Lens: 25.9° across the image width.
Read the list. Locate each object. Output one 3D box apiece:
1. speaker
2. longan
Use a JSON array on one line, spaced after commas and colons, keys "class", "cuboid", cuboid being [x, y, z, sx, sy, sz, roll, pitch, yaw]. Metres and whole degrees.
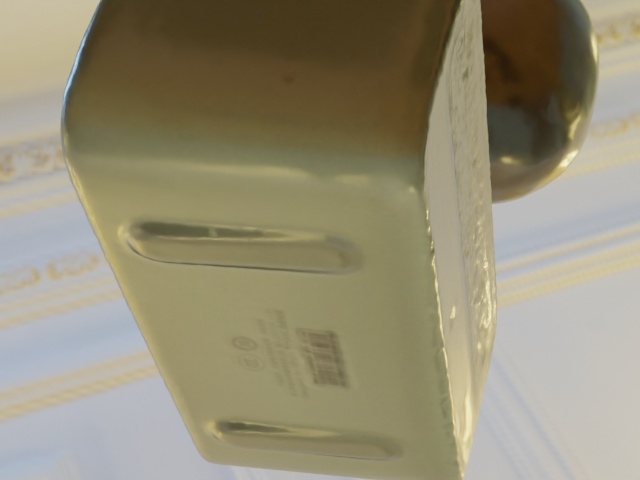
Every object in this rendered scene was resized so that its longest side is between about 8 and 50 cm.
[{"class": "speaker", "cuboid": [0.000, 0.000, 0.843, 0.184, 0.406, 0.183, 7, -123, 14]}, {"class": "longan", "cuboid": [0.135, -0.160, 1.370, 0.300, 0.243, 0.300, -11, -154, 5]}]
